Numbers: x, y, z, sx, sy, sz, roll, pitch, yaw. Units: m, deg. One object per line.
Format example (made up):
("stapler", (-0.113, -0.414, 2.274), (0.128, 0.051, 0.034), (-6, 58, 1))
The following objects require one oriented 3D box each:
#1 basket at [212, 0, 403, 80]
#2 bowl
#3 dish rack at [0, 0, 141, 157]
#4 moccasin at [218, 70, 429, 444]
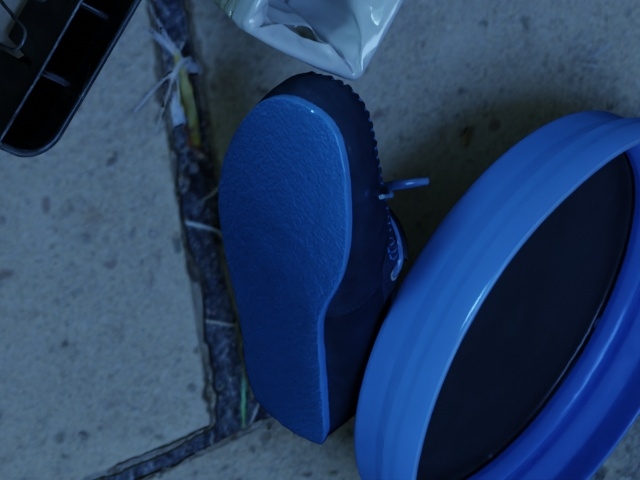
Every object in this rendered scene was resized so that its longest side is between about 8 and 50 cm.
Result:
("basket", (0.000, -0.212, 1.319), (0.113, 0.103, 0.167), (21, 102, -41))
("bowl", (0.172, 0.074, 1.549), (0.391, 0.077, 0.391), (-36, 143, -33))
("dish rack", (-0.234, -0.191, 1.184), (0.271, 0.074, 0.208), (25, 98, -41))
("moccasin", (0.000, 0.000, 1.431), (0.117, 0.137, 0.342), (-39, 152, -32))
